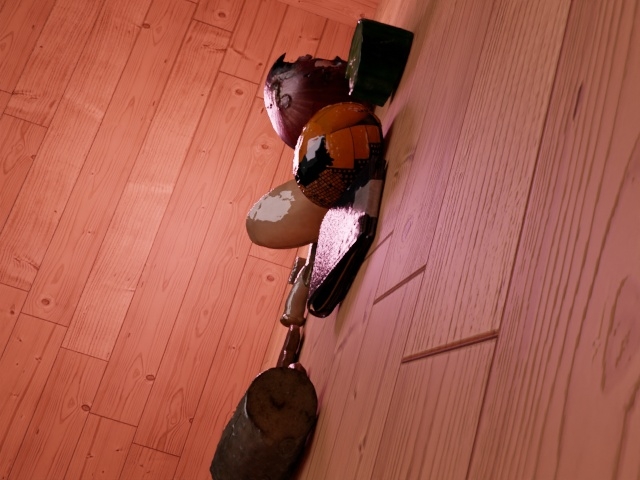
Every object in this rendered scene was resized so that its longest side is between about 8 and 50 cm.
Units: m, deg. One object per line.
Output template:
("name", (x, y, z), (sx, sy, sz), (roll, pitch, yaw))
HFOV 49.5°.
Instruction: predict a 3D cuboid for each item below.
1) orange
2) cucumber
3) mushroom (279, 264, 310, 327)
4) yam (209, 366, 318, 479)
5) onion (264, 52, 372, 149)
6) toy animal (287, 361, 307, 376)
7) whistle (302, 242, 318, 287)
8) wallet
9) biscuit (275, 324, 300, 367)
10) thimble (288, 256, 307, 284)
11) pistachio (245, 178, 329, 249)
("orange", (0.040, -0.182, 1.467), (0.234, 0.182, 0.234), (-57, 11, 17))
("cucumber", (0.134, -0.415, 1.613), (0.191, 0.130, 0.191), (-169, 90, -85))
("mushroom", (-0.051, 0.150, 1.966), (0.084, 0.071, 0.209), (156, 136, -77))
("yam", (-0.099, 0.346, 1.190), (0.154, 0.154, 0.254), (-77, 10, -51))
("onion", (-0.009, -0.402, 2.053), (0.341, 0.341, 0.341), (-162, 90, -86))
("toy animal", (-0.056, 0.310, 1.426), (0.241, 0.057, 0.099), (-80, 16, -75))
("whistle", (-0.001, 0.000, 1.978), (0.326, 0.057, 0.068), (-76, 6, -47))
("wallet", (0.047, -0.006, 1.321), (0.262, 0.071, 0.221), (122, 168, -45))
("biscuit", (-0.102, 0.364, 1.834), (0.208, 0.041, 0.290), (170, 117, -86))
("thimble", (-0.065, 0.109, 2.321), (0.084, 0.062, 0.110), (-82, 10, -61))
("pistachio", (-0.066, -0.075, 1.904), (0.299, 0.187, 0.187), (-19, 35, 27))
